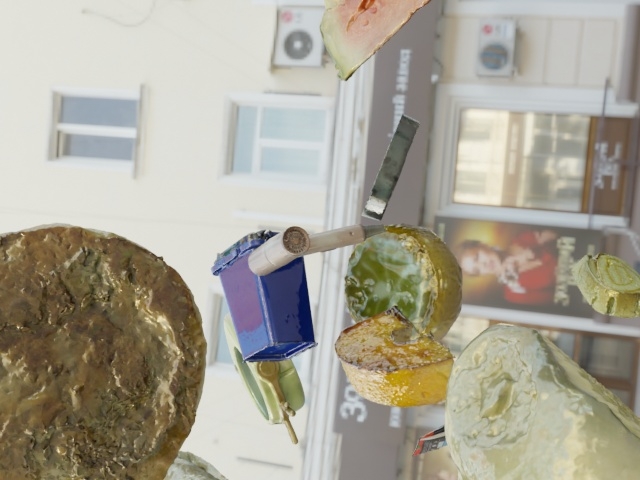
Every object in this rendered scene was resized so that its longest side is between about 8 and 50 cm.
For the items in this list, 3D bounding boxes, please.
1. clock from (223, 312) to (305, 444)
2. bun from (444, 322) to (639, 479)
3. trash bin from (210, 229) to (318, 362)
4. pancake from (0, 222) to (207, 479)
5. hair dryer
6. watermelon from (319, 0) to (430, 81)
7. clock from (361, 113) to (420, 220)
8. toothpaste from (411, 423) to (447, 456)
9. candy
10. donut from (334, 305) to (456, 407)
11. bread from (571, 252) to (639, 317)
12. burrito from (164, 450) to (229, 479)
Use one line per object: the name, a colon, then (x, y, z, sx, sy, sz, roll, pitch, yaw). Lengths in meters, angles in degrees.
clock: (-0.116, 0.311, 1.933, 0.308, 0.096, 0.235, 53, 158, 39)
bun: (0.271, 0.256, 0.889, 0.202, 0.364, 0.364, -52, -16, 6)
trash bin: (-0.096, 0.107, 1.657, 0.162, 0.184, 0.235, 5, -117, -40)
pancake: (-0.288, 0.148, 0.855, 0.065, 0.356, 0.356, -174, 90, -67)
hair dryer: (-0.002, 0.002, 1.518, 0.195, 0.220, 0.054, -29, 77, 64)
watermelon: (0.083, -0.315, 0.799, 0.303, 0.128, 0.159, -44, 18, 35)
clock: (0.138, -0.141, 1.657, 0.215, 0.042, 0.215, 22, -90, -87)
toothpaste: (0.263, 0.362, 1.623, 0.045, 0.193, 0.071, 59, 155, 35)
candy: (0.164, 0.095, 1.699, 0.118, 0.260, 0.260, -3, -81, -48)
donut: (0.104, 0.196, 1.393, 0.259, 0.152, 0.101, -138, 35, -66)
bread: (0.526, 0.081, 1.531, 0.156, 0.117, 0.064, -100, 23, -60)
burrito: (-0.206, 0.381, 1.313, 0.117, 0.392, 0.076, -22, -58, -45)
